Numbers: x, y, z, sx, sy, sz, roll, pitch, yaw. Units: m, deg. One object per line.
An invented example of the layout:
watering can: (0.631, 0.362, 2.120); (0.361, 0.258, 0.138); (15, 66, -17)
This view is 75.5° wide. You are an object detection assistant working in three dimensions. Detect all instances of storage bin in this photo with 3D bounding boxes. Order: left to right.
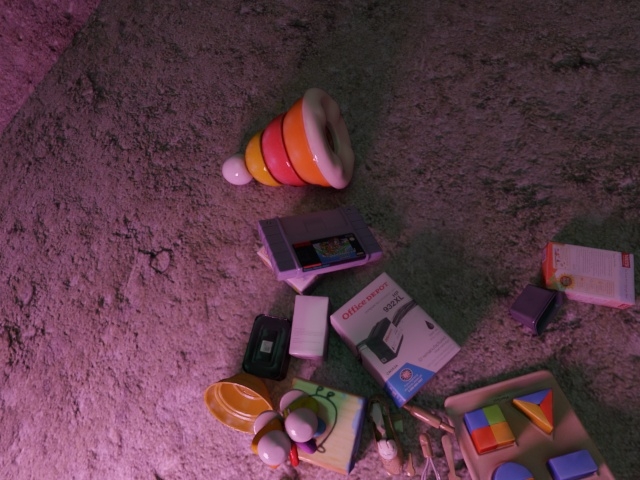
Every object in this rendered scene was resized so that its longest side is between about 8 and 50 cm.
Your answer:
storage bin: (-0.154, 0.330, 1.275); (0.122, 0.084, 0.180); (8, 67, 12)
storage bin: (0.630, 0.198, 1.214); (0.135, 0.098, 0.091); (-47, 40, -12)

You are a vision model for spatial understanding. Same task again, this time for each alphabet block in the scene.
alphabet block: (0.011, 0.494, 1.115); (0.197, 0.193, 0.193); (11, 67, 14)

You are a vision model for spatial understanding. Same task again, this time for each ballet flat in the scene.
ballet flat: (0.169, 0.525, 1.126); (0.073, 0.067, 0.206); (-25, 62, 15)

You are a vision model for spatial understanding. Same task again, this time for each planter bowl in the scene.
planter bowl: (-0.219, 0.454, 1.200); (0.217, 0.217, 0.090); (8, 32, 12)

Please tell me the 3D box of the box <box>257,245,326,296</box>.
box: (-0.094, 0.081, 1.359); (0.203, 0.114, 0.103); (38, 76, 20)

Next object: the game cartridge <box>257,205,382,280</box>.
game cartridge: (0.000, 0.000, 1.321); (0.354, 0.068, 0.230); (-11, 47, -22)

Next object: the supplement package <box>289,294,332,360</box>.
supplement package: (-0.026, 0.268, 1.270); (0.105, 0.105, 0.179); (2, 67, 11)

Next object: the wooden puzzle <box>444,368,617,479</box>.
wooden puzzle: (0.530, 0.528, 1.049); (0.322, 0.080, 0.348); (-17, 53, 1)

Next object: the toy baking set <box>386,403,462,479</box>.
toy baking set: (0.276, 0.565, 1.123); (0.256, 0.030, 0.197); (15, 76, 27)

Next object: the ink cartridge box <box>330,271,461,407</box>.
ink cartridge box: (0.208, 0.281, 1.201); (0.223, 0.129, 0.307); (-37, 64, -15)

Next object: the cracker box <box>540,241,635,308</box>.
cracker box: (0.795, 0.103, 1.237); (0.232, 0.067, 0.156); (10, 69, 14)

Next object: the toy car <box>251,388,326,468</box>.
toy car: (-0.065, 0.456, 0.973); (0.182, 0.159, 0.136); (-38, 100, -9)

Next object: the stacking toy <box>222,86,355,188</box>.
stacking toy: (-0.145, -0.307, 1.490); (0.479, 0.350, 0.351); (-13, 63, 24)
